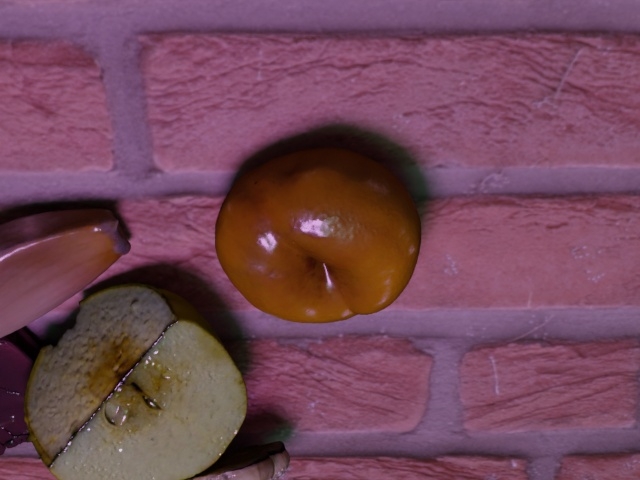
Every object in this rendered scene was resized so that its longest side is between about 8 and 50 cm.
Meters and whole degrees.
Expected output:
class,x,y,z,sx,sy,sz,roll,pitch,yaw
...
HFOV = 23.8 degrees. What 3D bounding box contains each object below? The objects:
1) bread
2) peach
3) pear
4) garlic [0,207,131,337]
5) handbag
class,x,y,z,sx,sy,sz,roll,pitch,yaw
bread,-0.151,0.335,2.114,0.287,0.056,0.207,-18,178,41
peach,0.000,0.000,1.839,0.251,0.153,0.251,4,129,4
pear,-0.223,0.199,1.995,0.292,0.159,0.292,-14,124,-22
garlic,-0.386,0.043,1.890,0.318,0.112,0.143,-24,139,10
handbag,-0.450,0.199,2.054,0.203,0.074,0.216,-23,130,19
